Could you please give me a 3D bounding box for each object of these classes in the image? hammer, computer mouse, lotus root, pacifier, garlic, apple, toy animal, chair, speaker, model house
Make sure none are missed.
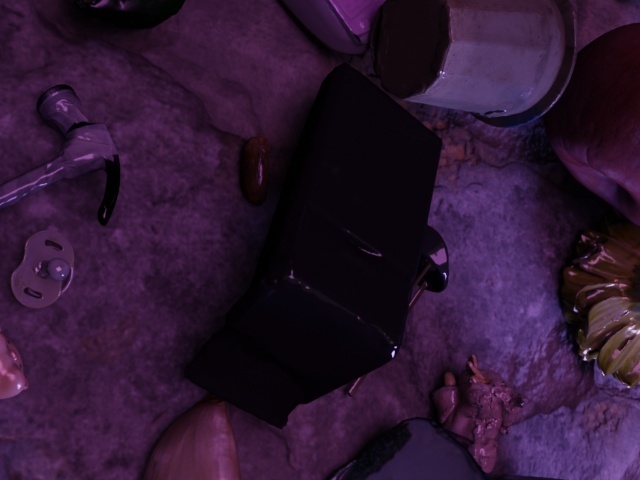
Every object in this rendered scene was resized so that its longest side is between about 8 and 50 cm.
[{"bbox_3d":[-0.392,-0.009,0.759,0.427,0.044,0.152,-30,76,-22],"label":"hammer"},{"bbox_3d":[-0.008,-0.382,1.006,0.158,0.072,0.310,-45,107,-24],"label":"computer mouse"},{"bbox_3d":[-0.080,-0.084,0.951,0.030,0.037,0.083,1,84,-25],"label":"lotus root"},{"bbox_3d":[-0.277,0.032,0.814,0.068,0.064,0.083,33,69,-40],"label":"pacifier"},{"bbox_3d":[-0.124,0.263,0.843,0.128,0.115,0.207,0,81,-22],"label":"garlic"},{"bbox_3d":[0.474,-0.162,1.120,0.306,0.306,0.235,41,93,-18],"label":"apple"},{"bbox_3d":[-0.321,0.136,0.768,0.082,0.091,0.114,-8,86,-43],"label":"toy animal"},{"bbox_3d":[0.083,0.086,0.995,0.221,0.104,0.095,-51,133,-19],"label":"chair"},{"bbox_3d":[0.000,0.000,0.922,0.180,0.184,0.388,35,50,-22],"label":"speaker"},{"bbox_3d":[0.143,0.399,0.919,0.184,0.253,0.291,-28,115,-15],"label":"model house"}]

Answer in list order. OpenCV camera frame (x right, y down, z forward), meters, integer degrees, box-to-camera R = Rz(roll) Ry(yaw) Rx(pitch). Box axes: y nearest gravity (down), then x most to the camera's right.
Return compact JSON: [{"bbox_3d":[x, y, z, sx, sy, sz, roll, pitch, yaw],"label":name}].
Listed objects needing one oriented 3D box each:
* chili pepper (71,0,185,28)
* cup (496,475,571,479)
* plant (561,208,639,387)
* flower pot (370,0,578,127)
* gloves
[{"bbox_3d":[-0.200,-0.344,0.886,0.148,0.116,0.264,30,71,-35],"label":"chili pepper"},{"bbox_3d":[0.291,0.466,0.997,0.205,0.205,0.312,11,77,-27],"label":"cup"},{"bbox_3d":[0.495,0.069,1.167,0.261,0.297,0.306,22,89,7],"label":"plant"},{"bbox_3d":[0.177,-0.252,1.001,0.202,0.212,0.212,-3,86,-35],"label":"flower pot"},{"bbox_3d":[0.207,0.231,1.038,0.094,0.110,0.144,14,107,-35],"label":"gloves"}]
